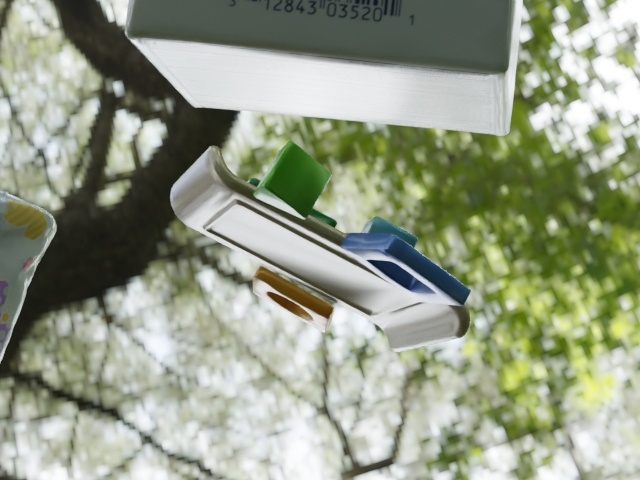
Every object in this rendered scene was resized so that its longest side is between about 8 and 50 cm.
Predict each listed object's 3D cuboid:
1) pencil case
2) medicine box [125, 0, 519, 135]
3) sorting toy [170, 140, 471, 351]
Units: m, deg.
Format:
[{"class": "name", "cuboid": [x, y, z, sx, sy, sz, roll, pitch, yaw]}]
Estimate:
[{"class": "pencil case", "cuboid": [-0.327, 0.080, 1.631, 0.113, 0.124, 0.273, 21, -96, -14]}, {"class": "medicine box", "cuboid": [0.017, -0.180, 1.375, 0.263, 0.149, 0.289, 6, -5, 6]}, {"class": "sorting toy", "cuboid": [0.000, 0.000, 1.207, 0.196, 0.047, 0.347, 32, -13, -7]}]
